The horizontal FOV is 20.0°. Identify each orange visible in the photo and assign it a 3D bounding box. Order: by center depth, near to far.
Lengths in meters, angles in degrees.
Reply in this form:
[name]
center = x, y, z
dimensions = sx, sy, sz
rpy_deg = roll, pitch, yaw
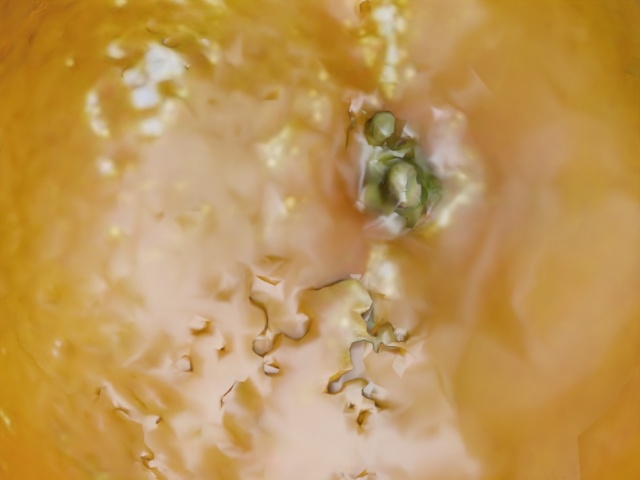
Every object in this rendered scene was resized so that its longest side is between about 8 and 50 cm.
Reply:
[orange]
center = 0.000, 0.000, 0.838
dimensions = 0.424, 0.326, 0.424
rpy_deg = 1, 77, -5
